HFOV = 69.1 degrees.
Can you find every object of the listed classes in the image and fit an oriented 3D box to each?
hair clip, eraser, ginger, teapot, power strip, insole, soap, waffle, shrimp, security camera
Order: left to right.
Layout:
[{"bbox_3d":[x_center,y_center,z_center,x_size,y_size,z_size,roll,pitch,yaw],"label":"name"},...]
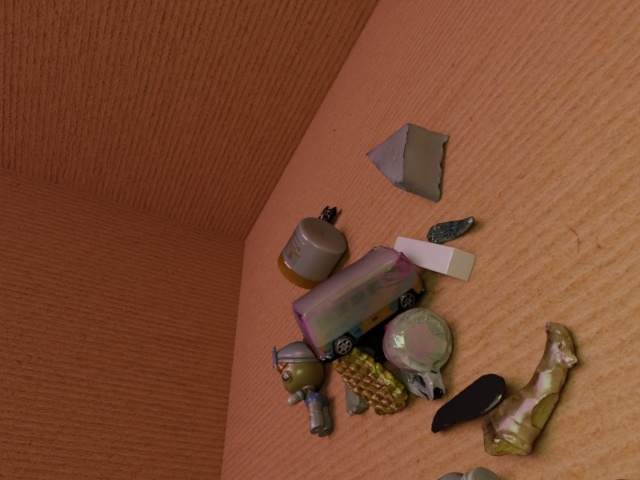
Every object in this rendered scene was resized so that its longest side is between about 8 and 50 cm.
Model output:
[{"bbox_3d":[0.000,0.000,2.239,0.365,0.071,0.233,-55,36,37],"label":"shrimp"},{"bbox_3d":[0.117,0.458,1.571,0.078,0.052,0.272,-53,29,41],"label":"power strip"},{"bbox_3d":[0.122,0.264,1.527,0.277,0.191,0.197,-93,19,-50],"label":"security camera"},{"bbox_3d":[0.135,0.407,1.343,0.059,0.238,0.243,-43,-12,-34],"label":"waffle"},{"bbox_3d":[0.276,-0.230,1.593,0.302,0.159,0.257,149,133,-62],"label":"soap"},{"bbox_3d":[0.264,0.297,1.246,0.163,0.221,0.178,-36,-7,-21],"label":"teapot"},{"bbox_3d":[0.319,0.047,1.356,0.298,0.078,0.076,19,91,69],"label":"eraser"},{"bbox_3d":[0.377,-0.032,1.332,0.229,0.036,0.066,150,139,-70],"label":"hair clip"},{"bbox_3d":[0.326,0.374,1.052,0.110,0.012,0.309,-58,-4,-40],"label":"insole"},{"bbox_3d":[0.414,0.300,0.919,0.294,0.086,0.131,-62,2,3],"label":"ginger"}]

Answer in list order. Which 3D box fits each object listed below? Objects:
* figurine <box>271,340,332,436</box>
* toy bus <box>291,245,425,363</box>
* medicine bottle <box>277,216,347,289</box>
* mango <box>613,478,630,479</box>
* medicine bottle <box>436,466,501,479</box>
[{"bbox_3d":[-0.030,0.551,1.773,0.205,0.224,0.381,-43,54,14],"label":"figurine"},{"bbox_3d":[0.109,0.162,1.324,0.386,0.162,0.171,-32,28,-13],"label":"toy bus"},{"bbox_3d":[-0.036,0.054,2.026,0.232,0.238,0.238,-59,24,29],"label":"medicine bottle"},{"bbox_3d":[0.475,0.406,0.694,0.114,0.057,0.078,5,71,66],"label":"mango"},{"bbox_3d":[0.281,0.556,0.953,0.215,0.135,0.135,-59,24,33],"label":"medicine bottle"}]
